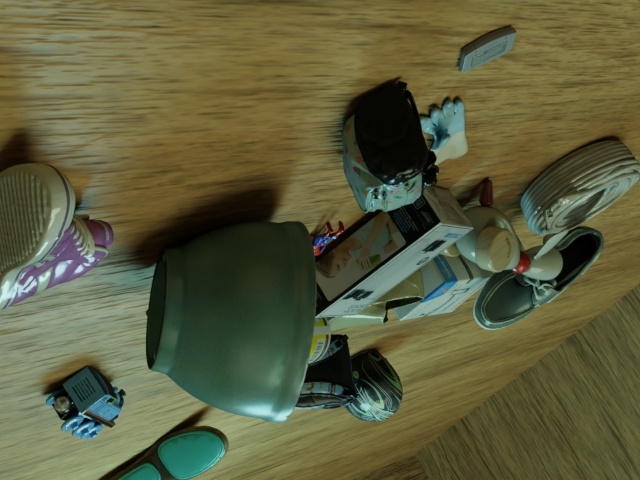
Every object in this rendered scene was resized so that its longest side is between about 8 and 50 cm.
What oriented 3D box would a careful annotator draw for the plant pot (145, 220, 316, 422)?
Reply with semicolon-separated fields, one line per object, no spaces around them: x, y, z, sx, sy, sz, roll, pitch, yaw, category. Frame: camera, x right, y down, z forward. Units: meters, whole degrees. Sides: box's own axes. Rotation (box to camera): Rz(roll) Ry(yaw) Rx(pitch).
-0.141;0.107;1.485;0.196;0.293;0.293;6;147;-16;plant pot

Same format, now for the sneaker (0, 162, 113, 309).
-0.299;-0.019;1.187;0.161;0.102;0.282;-19;168;-37;sneaker

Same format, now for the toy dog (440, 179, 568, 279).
0.358;-0.021;2.008;0.333;0.220;0.161;7;100;-66;toy dog

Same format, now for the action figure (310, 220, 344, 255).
0.000;0.000;1.733;0.038;0.030;0.115;-9;157;-33;action figure

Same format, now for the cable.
0.530;-0.103;2.139;0.257;0.089;0.257;-27;161;-11;cable

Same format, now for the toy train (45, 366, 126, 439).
-0.395;0.282;1.791;0.105;0.080;0.184;-35;160;-5;toy train

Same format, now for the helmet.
0.124;0.369;2.590;0.169;0.162;0.169;-26;160;-10;helmet

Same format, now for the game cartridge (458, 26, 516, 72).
0.230;-0.264;1.439;0.083;0.017;0.056;-26;163;-11;game cartridge

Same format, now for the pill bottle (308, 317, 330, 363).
-0.083;0.175;1.904;0.117;0.117;0.215;-40;158;25;pill bottle

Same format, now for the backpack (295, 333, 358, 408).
-0.025;0.283;2.204;0.173;0.158;0.117;-6;170;-22;backpack

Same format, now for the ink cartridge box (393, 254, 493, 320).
0.252;0.089;2.211;0.203;0.086;0.148;-3;147;-50;ink cartridge box

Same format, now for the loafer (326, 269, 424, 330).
0.092;0.131;2.078;0.268;0.092;0.102;-29;160;-2;loafer

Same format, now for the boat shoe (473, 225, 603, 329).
0.457;0.073;2.176;0.319;0.116;0.099;-34;175;-6;boat shoe

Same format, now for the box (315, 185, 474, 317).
0.111;0.022;1.844;0.290;0.087;0.169;-37;162;20;box

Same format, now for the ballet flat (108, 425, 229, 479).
-0.342;0.506;2.377;0.342;0.116;0.124;-35;180;15;ballet flat

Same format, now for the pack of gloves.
0.150;-0.124;1.621;0.195;0.046;0.232;-31;160;0;pack of gloves

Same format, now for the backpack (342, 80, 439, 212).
0.091;-0.115;1.448;0.115;0.152;0.182;-12;161;-3;backpack
